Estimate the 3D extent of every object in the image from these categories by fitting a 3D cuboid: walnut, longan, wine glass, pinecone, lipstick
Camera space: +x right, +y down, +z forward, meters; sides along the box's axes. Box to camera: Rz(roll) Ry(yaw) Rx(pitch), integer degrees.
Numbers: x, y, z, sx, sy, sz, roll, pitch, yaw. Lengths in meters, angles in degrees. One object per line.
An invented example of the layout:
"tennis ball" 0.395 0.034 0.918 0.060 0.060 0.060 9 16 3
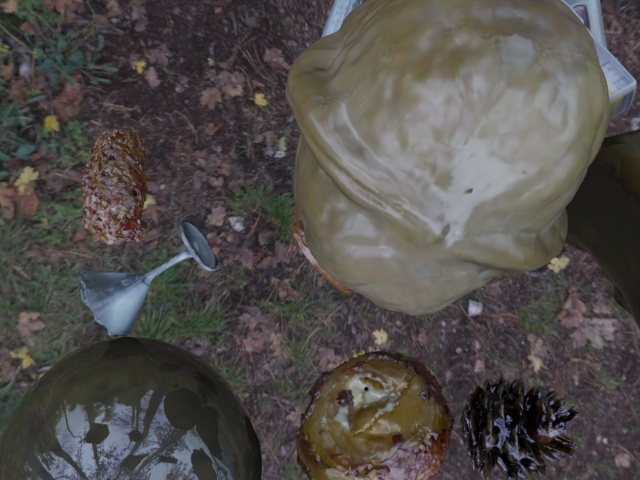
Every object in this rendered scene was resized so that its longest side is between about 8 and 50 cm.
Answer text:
"walnut" 0.128 -0.111 0.611 0.382 0.381 0.381 1 101 3
"longan" -0.268 0.337 0.805 0.405 0.336 0.404 1 94 8
"wine glass" -0.251 0.053 0.832 0.183 0.122 0.122 -30 97 7
"pinecone" 0.363 0.350 1.017 0.205 0.179 0.184 5 104 26
"lipstick" 0.533 -0.369 1.107 0.079 0.077 0.252 -9 70 33

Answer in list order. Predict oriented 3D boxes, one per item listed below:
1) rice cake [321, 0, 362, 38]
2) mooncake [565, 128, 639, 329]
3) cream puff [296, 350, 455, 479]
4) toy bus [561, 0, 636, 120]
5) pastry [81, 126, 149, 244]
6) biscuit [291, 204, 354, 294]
"rice cake" 0.016 -0.258 0.734 0.033 0.033 0.207 22 98 27
"mooncake" 0.490 0.034 0.721 0.246 0.393 0.393 -18 88 7
"cream puff" 0.117 0.396 1.167 0.351 0.350 0.228 -22 131 7
"toy bus" 0.407 -0.308 0.922 0.106 0.092 0.268 -28 61 9
"pastry" -0.252 -0.077 0.689 0.087 0.169 0.063 10 140 -32
"biscuit" 0.000 0.000 0.945 0.036 0.192 0.186 -36 131 10
